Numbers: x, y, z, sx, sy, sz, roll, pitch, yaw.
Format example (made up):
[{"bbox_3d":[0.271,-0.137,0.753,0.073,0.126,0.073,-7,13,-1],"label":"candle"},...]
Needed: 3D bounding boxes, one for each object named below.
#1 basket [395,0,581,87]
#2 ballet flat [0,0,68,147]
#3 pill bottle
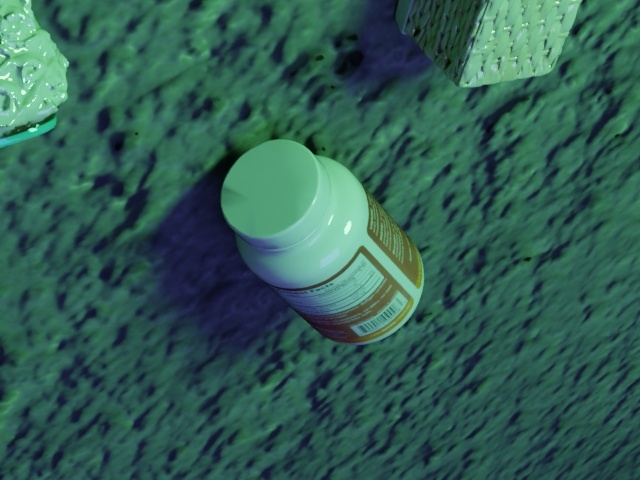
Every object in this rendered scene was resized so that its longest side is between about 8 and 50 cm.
[{"bbox_3d":[0.147,-0.215,1.471,0.113,0.103,0.167,-12,141,-29],"label":"basket"},{"bbox_3d":[-0.364,-0.082,1.196,0.409,0.147,0.147,-23,144,-23],"label":"ballet flat"},{"bbox_3d":[0.000,0.000,1.590,0.121,0.121,0.216,-38,146,4],"label":"pill bottle"}]
